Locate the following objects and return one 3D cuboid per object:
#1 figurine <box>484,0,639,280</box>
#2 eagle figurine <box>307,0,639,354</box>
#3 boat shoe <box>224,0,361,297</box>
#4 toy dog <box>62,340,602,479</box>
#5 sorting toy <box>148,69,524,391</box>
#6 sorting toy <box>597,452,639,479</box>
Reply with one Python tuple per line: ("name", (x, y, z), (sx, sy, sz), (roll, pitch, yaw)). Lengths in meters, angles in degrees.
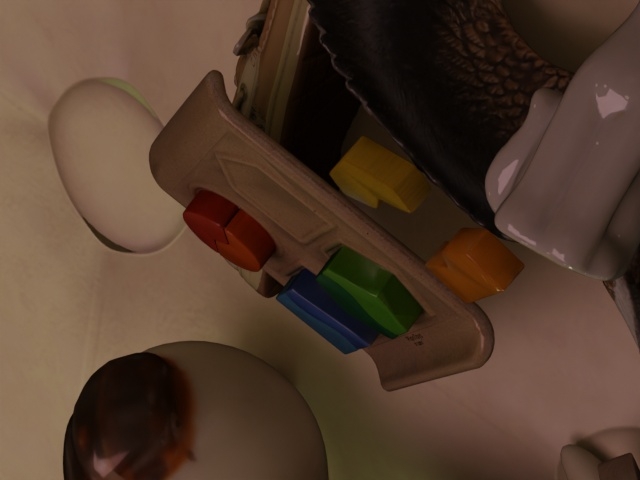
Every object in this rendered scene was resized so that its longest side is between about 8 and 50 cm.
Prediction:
("figurine", (0.203, -0.059, 0.829), (0.215, 0.092, 0.209), (29, 98, 18))
("eagle figurine", (0.138, -0.065, 1.032), (0.298, 0.225, 0.226), (19, 134, 22))
("boat shoe", (-0.032, -0.087, 1.224), (0.089, 0.104, 0.285), (33, 131, 22))
("toy dog", (-0.021, 0.242, 1.267), (0.408, 0.284, 0.395), (40, 111, 22))
("sorting toy", (0.000, 0.000, 1.081), (0.229, 0.041, 0.307), (43, 164, -5))
("sorting toy", (0.257, 0.260, 1.058), (0.089, 0.255, 0.257), (-23, 96, 9))
